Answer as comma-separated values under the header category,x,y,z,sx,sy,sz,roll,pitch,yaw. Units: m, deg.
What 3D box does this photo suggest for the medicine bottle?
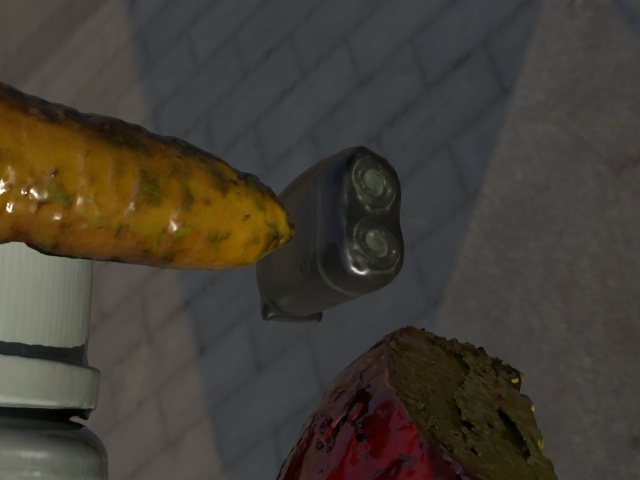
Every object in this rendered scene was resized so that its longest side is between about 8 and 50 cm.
category,x,y,z,sx,sy,sz,roll,pitch,yaw
medicine bottle,-0.250,0.139,0.922,0.245,0.245,0.306,-5,77,48

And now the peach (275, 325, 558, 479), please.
category,x,y,z,sx,sy,sz,roll,pitch,yaw
peach,0.029,0.092,0.542,0.127,0.092,0.172,-57,13,41

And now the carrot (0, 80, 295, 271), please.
category,x,y,z,sx,sy,sz,roll,pitch,yaw
carrot,-0.149,-0.037,0.457,0.066,0.314,0.066,-169,90,-68

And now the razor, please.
category,x,y,z,sx,sy,sz,roll,pitch,yaw
razor,0.000,0.000,0.958,0.148,0.054,0.090,149,124,-62
